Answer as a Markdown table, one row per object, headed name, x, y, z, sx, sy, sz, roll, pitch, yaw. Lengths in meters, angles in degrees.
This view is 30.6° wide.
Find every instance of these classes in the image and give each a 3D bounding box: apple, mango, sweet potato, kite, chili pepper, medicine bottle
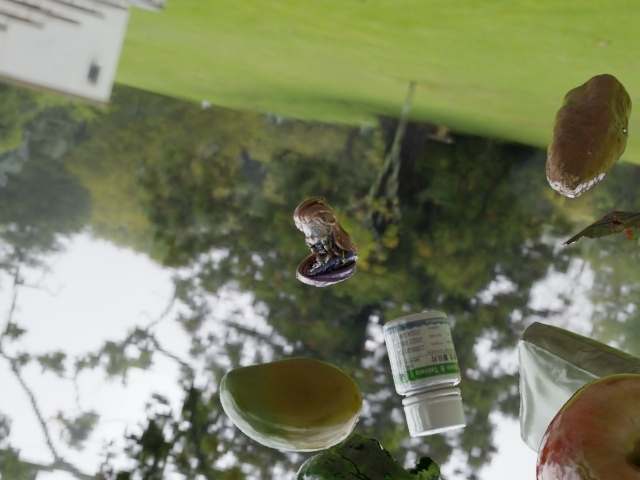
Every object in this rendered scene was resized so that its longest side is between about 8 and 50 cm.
| name | x | y | z | sx | sy | sz | roll | pitch | yaw |
| --- | --- | --- | --- | --- | --- | --- | --- | --- | --- |
| apple | 0.319 | 0.242 | 1.170 | 0.209 | 0.209 | 0.164 | 15 | 151 | 11 |
| mango | -0.039 | 0.213 | 1.545 | 0.194 | 0.130 | 0.092 | 18 | 152 | -16 |
| sweet potato | 0.315 | -0.121 | 1.399 | 0.097 | 0.097 | 0.252 | 16 | -143 | 17 |
| kite | 0.418 | -0.023 | 1.610 | 0.190 | 0.010 | 0.159 | -15 | -165 | 2 |
| chili pepper | 0.091 | 0.439 | 2.110 | 0.385 | 0.167 | 0.213 | -4 | -118 | -60 |
| medicine bottle | 0.214 | 0.270 | 2.368 | 0.139 | 0.237 | 0.139 | -10 | 165 | -3 |

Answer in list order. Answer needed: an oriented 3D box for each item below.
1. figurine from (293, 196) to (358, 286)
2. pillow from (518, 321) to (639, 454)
| name | x | y | z | sx | sy | sz | roll | pitch | yaw |
| --- | --- | --- | --- | --- | --- | --- | --- | --- | --- |
| figurine | 0.008 | 0.002 | 2.062 | 0.114 | 0.157 | 0.126 | -5 | 175 | -37 |
| pillow | 0.394 | 0.253 | 1.634 | 0.255 | 0.120 | 0.322 | 24 | 152 | 26 |
